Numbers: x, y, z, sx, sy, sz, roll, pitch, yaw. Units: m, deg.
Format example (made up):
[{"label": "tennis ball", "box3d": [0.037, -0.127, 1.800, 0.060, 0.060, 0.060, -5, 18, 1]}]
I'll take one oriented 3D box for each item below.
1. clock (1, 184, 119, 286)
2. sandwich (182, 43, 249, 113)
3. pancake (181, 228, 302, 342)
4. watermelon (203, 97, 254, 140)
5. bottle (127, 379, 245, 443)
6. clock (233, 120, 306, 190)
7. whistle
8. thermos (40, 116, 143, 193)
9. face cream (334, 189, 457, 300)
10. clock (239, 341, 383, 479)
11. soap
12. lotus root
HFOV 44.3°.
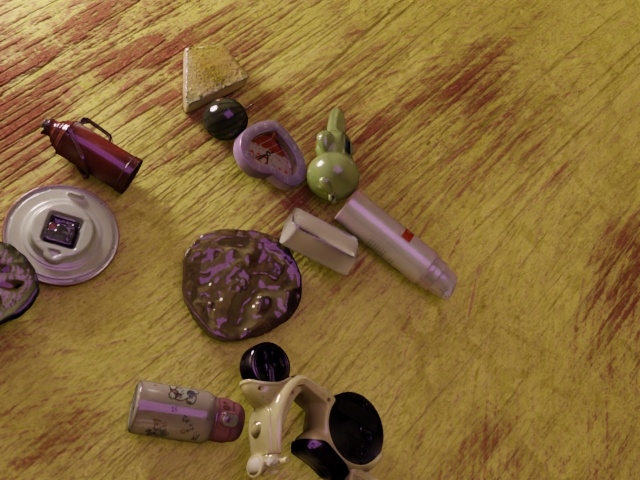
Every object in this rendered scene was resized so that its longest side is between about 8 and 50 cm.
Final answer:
[{"label": "clock", "box3d": [-0.564, -0.013, 1.715, 0.245, 0.056, 0.244, 8, 66, -18]}, {"label": "sandwich", "box3d": [-0.305, -0.428, 2.002, 0.193, 0.058, 0.162, -34, 80, -28]}, {"label": "pancake", "box3d": [-0.183, 0.096, 1.818, 0.295, 0.049, 0.294, 7, 66, -17]}, {"label": "watermelon", "box3d": [-0.222, -0.305, 1.942, 0.133, 0.105, 0.105, -24, 76, 1]}, {"label": "bottle", "box3d": [-0.273, 0.362, 1.629, 0.234, 0.110, 0.109, 13, 63, -15]}, {"label": "clock", "box3d": [-0.130, -0.216, 1.955, 0.198, 0.064, 0.172, 21, 56, -34]}, {"label": "whistle", "box3d": [0.023, -0.210, 2.011, 0.141, 0.141, 0.294, 8, 45, -18]}, {"label": "thermos", "box3d": [-0.526, -0.209, 1.791, 0.232, 0.099, 0.124, 33, 64, -6]}, {"label": "face cream", "box3d": [0.196, 0.016, 1.971, 0.346, 0.102, 0.102, 39, 59, -2]}, {"label": "clock", "box3d": [-0.028, 0.404, 1.664, 0.379, 0.120, 0.276, 31, 51, -21]}, {"label": "soap", "box3d": [0.000, 0.000, 1.894, 0.183, 0.063, 0.121, 27, 23, -8]}, {"label": "lotus root", "box3d": [-0.682, 0.098, 1.604, 0.204, 0.078, 0.183, -16, 78, -18]}]
